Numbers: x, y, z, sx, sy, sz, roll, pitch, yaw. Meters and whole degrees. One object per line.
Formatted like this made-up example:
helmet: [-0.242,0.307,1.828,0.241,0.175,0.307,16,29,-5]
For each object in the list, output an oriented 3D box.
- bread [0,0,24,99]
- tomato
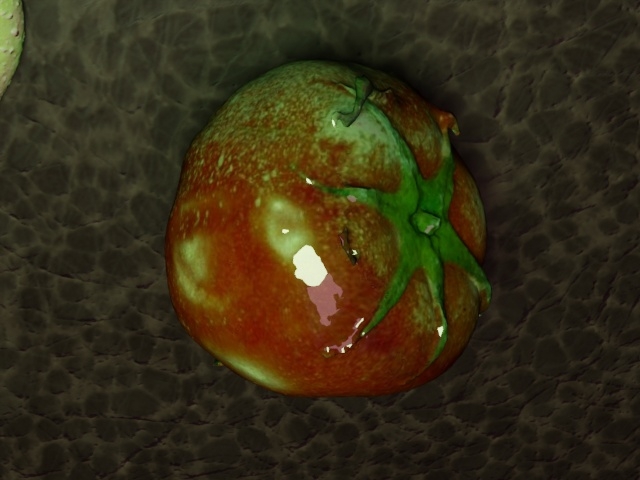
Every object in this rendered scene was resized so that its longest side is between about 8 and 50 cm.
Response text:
bread: [-0.394,-0.190,1.029,0.301,0.045,0.301,-4,126,-6]
tomato: [0.000,0.000,1.077,0.239,0.303,0.303,-11,132,36]
